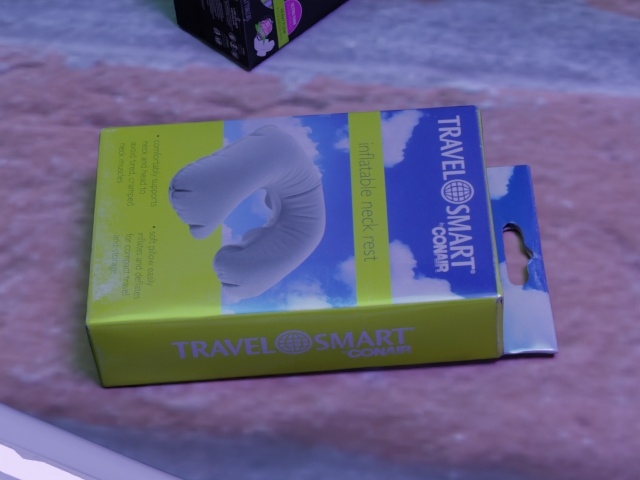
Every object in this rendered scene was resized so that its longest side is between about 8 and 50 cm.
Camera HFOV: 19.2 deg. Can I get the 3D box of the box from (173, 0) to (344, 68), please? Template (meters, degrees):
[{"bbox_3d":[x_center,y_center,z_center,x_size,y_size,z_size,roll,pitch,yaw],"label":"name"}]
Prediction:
[{"bbox_3d":[-0.022,-0.131,0.855,0.052,0.062,0.083,34,58,31],"label":"box"}]

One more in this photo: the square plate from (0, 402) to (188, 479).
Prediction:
[{"bbox_3d":[-0.091,0.186,0.498,0.344,0.049,0.347,24,48,-6],"label":"square plate"}]

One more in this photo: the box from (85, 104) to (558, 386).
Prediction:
[{"bbox_3d":[0.000,0.000,0.749,0.178,0.042,0.109,-4,48,2],"label":"box"}]
